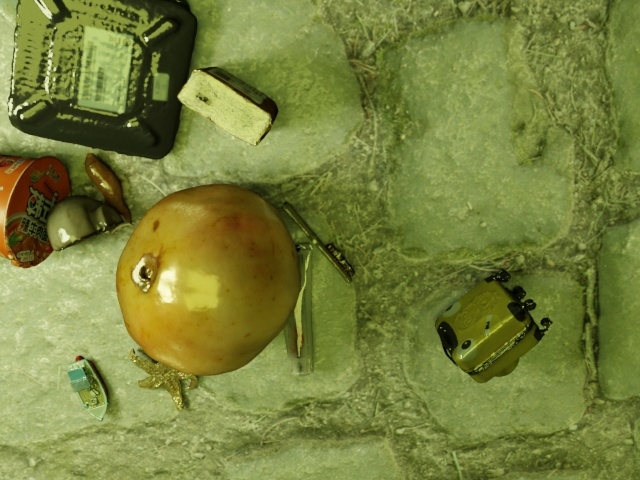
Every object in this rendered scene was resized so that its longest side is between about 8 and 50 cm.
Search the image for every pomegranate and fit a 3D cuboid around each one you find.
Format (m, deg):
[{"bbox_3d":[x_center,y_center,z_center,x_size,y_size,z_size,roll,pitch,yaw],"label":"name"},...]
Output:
[{"bbox_3d":[-0.228,0.074,1.332,0.412,0.411,0.410,0,106,-1],"label":"pomegranate"}]

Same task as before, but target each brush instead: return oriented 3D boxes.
[{"bbox_3d":[0.000,0.000,1.470,0.036,0.043,0.248,-40,102,3],"label":"brush"}]

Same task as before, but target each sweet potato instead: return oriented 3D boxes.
[{"bbox_3d":[-0.480,-0.114,1.428,0.057,0.056,0.194,-22,111,5],"label":"sweet potato"}]

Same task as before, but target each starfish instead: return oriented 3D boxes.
[{"bbox_3d":[-0.392,0.343,1.557,0.150,0.053,0.209,-19,107,9],"label":"starfish"}]

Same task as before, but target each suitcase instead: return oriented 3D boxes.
[{"bbox_3d":[0.400,0.209,1.455,0.235,0.194,0.143,-42,112,11],"label":"suitcase"}]

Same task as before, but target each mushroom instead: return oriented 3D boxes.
[{"bbox_3d":[-0.533,-0.043,1.376,0.141,0.188,0.117,-35,99,7],"label":"mushroom"}]

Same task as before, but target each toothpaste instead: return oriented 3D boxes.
[{"bbox_3d":[-0.058,0.168,1.508,0.100,0.066,0.322,-3,101,5],"label":"toothpaste"}]

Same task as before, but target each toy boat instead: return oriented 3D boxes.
[{"bbox_3d":[-0.580,0.374,1.559,0.069,0.058,0.172,-17,105,4],"label":"toy boat"}]

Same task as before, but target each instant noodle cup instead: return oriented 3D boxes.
[{"bbox_3d":[-0.692,-0.078,1.347,0.192,0.250,0.250,12,105,5],"label":"instant noodle cup"}]

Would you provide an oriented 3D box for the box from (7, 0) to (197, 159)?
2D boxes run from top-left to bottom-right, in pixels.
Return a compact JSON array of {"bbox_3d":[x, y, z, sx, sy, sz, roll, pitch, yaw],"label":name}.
[{"bbox_3d":[-0.456,-0.365,1.304,0.351,0.091,0.358,8,111,-17],"label":"box"}]

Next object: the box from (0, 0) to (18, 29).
[{"bbox_3d":[-0.609,-0.512,1.272,0.142,0.044,0.285,-38,123,8],"label":"box"}]

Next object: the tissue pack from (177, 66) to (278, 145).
[{"bbox_3d":[-0.180,-0.285,1.290,0.183,0.226,0.091,33,102,-10],"label":"tissue pack"}]
